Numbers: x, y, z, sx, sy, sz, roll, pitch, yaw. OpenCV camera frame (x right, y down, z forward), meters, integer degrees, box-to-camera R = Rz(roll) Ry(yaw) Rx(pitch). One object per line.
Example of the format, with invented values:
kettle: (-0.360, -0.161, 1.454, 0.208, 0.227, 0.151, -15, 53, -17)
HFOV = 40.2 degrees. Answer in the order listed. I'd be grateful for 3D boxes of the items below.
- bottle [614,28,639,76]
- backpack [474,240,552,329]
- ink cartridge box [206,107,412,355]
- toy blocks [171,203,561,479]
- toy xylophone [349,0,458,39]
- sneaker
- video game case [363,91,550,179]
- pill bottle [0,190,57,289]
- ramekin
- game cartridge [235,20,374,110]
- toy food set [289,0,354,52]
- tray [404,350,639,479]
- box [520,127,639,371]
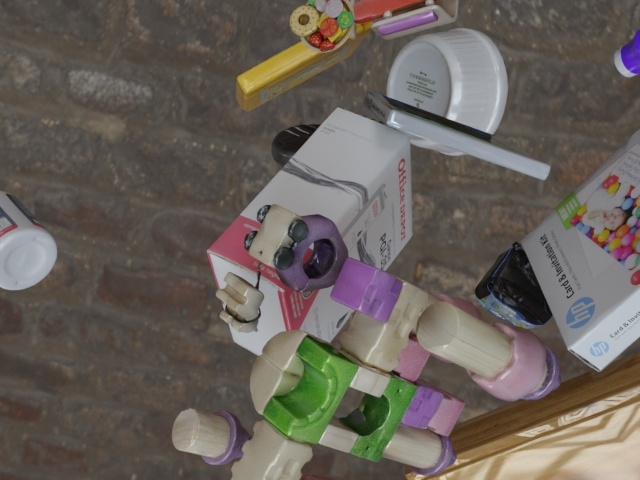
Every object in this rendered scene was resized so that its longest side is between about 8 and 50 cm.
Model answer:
bottle: (0.706, -0.406, 1.717, 0.092, 0.118, 0.283, -7, 168, -31)
backpack: (0.309, 0.081, 1.363, 0.114, 0.105, 0.084, 39, 157, 0)
ink cartridge box: (0.000, 0.000, 1.118, 0.117, 0.283, 0.207, 25, 148, 25)
toy blocks: (0.057, 0.165, 0.859, 0.260, 0.309, 0.288, 27, 91, -42)
toy xylophone: (0.132, -0.449, 1.425, 0.236, 0.322, 0.081, -17, 148, 26)
sneaker: (0.012, -0.121, 1.538, 0.106, 0.281, 0.162, 27, 120, 30)
video game case: (0.169, -0.140, 1.131, 0.213, 0.193, 0.023, 17, 104, -11)
pill bottle: (-0.489, -0.014, 1.331, 0.108, 0.180, 0.107, -28, 138, -29)
ramekin: (0.253, -0.313, 1.846, 0.127, 0.273, 0.272, -5, 132, -34)
game cartridge: (-0.040, -0.360, 1.785, 0.285, 0.324, 0.052, -29, 97, -3)
toy food set: (0.006, -0.285, 1.131, 0.082, 0.020, 0.083, -43, 70, 16)
tray: (0.327, 0.260, 1.006, 0.411, 0.076, 0.202, -26, 104, 16)
box: (0.236, -0.016, 0.626, 0.038, 0.145, 0.186, 33, 115, -20)
